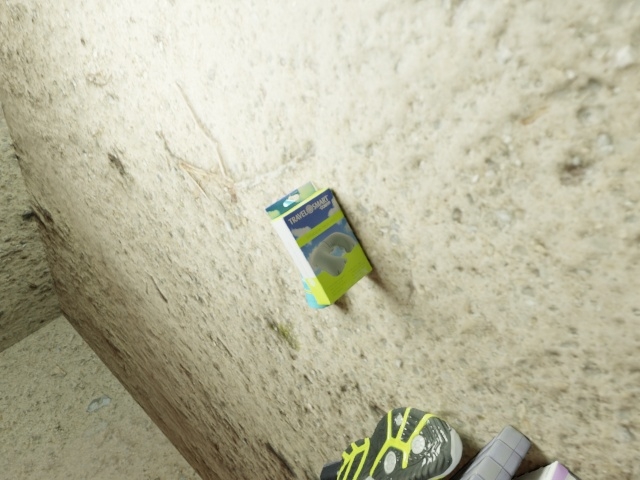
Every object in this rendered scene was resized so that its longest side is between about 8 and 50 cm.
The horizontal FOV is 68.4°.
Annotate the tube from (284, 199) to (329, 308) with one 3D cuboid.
[{"bbox_3d":[-0.018,0.022,0.848,0.080,0.052,0.207,2,116,33],"label":"tube"}]

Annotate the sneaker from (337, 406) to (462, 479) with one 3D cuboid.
[{"bbox_3d":[0.171,0.445,0.947,0.147,0.145,0.384,23,141,-11],"label":"sneaker"}]

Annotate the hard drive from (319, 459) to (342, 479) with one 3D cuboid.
[{"bbox_3d":[0.113,0.703,1.257,0.254,0.054,0.172,47,143,7],"label":"hard drive"}]

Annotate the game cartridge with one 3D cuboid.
[{"bbox_3d":[0.220,0.479,0.812,0.068,0.230,0.355,36,141,21],"label":"game cartridge"}]

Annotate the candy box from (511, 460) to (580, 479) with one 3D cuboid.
[{"bbox_3d":[0.315,0.457,0.743,0.070,0.165,0.196,40,141,14],"label":"candy box"}]

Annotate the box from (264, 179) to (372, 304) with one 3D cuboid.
[{"bbox_3d":[0.000,0.000,0.752,0.042,0.109,0.178,-13,110,55],"label":"box"}]
